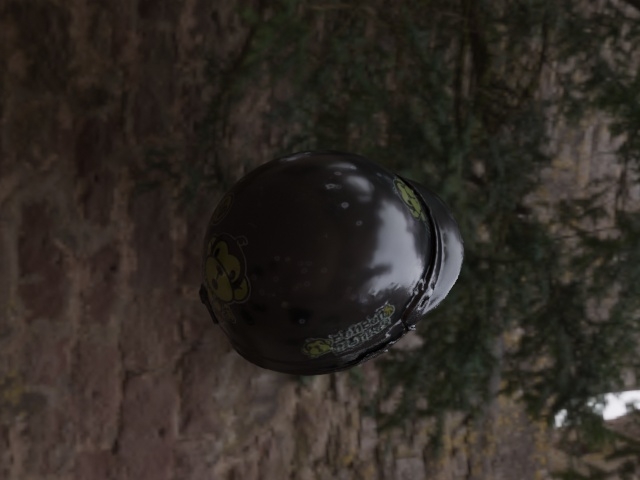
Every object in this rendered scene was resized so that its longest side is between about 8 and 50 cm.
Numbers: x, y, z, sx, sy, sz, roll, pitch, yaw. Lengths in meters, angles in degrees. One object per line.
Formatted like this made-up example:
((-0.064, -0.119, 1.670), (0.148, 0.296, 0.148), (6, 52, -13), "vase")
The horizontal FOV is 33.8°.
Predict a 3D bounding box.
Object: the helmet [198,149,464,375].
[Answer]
((0.000, 0.000, 1.072), (0.160, 0.278, 0.231), (63, 4, -55), "helmet")
